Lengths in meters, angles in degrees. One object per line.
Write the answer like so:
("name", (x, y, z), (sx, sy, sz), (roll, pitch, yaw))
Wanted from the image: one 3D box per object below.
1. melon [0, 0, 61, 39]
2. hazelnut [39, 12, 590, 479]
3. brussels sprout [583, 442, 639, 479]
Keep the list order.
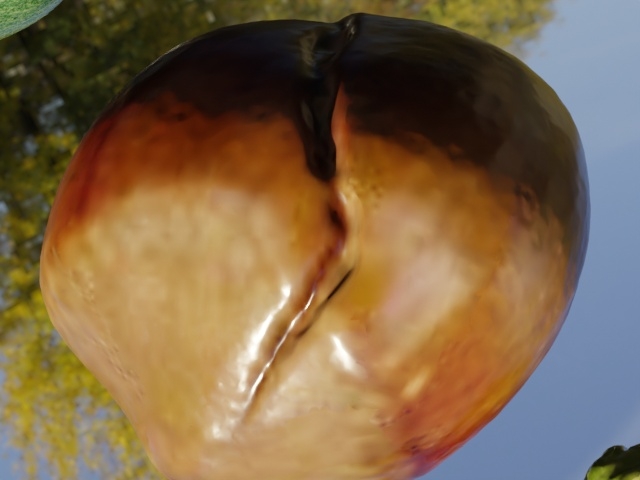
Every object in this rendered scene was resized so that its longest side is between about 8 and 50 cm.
("melon", (-0.262, -0.193, 0.871), (0.288, 0.182, 0.182), (-11, -177, -39))
("hazelnut", (0.000, 0.000, 1.008), (0.372, 0.315, 0.372), (-4, -126, 5))
("brussels sprout", (0.519, 0.402, 2.124), (0.316, 0.274, 0.242), (-20, -166, 10))
